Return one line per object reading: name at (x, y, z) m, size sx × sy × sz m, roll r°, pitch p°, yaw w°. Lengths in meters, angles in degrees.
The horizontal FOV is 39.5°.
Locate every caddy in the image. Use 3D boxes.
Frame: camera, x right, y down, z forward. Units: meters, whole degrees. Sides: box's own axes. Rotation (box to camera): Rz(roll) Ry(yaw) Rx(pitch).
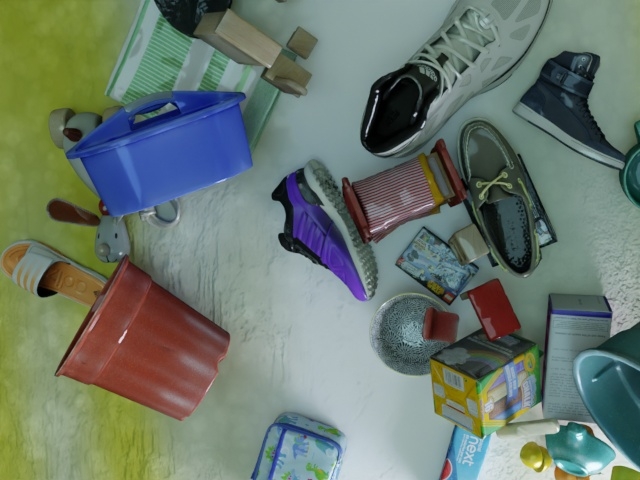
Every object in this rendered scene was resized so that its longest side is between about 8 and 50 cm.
caddy at (-0.287, -0.179, 1.627) m, size 0.341 × 0.241 × 0.179 m, roll -21°, pitch 106°, yaw -11°

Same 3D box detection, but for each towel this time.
towel at (-0.242, -0.320, 1.749) m, size 0.325 × 0.038 × 0.248 m, roll 27°, pitch 105°, yaw 4°

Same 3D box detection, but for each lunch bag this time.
lunch bag at (-0.052, 0.482, 1.862) m, size 0.176 × 0.090 × 0.219 m, roll 20°, pitch 104°, yaw 9°

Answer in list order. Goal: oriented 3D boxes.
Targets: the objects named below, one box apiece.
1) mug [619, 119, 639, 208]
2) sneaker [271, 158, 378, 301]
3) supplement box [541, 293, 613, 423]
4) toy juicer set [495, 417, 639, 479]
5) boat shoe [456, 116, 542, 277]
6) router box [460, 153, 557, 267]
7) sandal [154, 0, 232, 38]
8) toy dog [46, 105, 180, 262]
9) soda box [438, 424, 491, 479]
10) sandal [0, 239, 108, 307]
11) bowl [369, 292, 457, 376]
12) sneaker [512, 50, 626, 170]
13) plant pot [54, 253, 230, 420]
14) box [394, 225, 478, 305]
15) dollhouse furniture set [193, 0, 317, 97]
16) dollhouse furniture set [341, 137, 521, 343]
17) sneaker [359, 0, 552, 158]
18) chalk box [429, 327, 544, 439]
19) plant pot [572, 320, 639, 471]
mug at (0.606, -0.131, 1.594) m, size 0.129 × 0.097 × 0.158 m, roll 14°, pitch 104°, yaw 8°
sneaker at (0.000, 0.000, 1.746) m, size 0.146 × 0.102 × 0.293 m, roll -27°, pitch 91°, yaw 19°
supplement box at (0.483, 0.222, 1.688) m, size 0.114 × 0.111 × 0.220 m, roll 2°, pitch 102°, yaw 11°
toy juicer set at (0.455, 0.385, 1.683) m, size 0.329 × 0.209 × 0.089 m, roll 41°, pitch 64°, yaw -29°
boat shoe at (0.327, -0.077, 1.613) m, size 0.109 × 0.091 × 0.305 m, roll -19°, pitch 97°, yaw 11°
router box at (0.351, -0.056, 1.686) m, size 0.133 × 0.046 × 0.179 m, roll -23°, pitch 96°, yaw 15°
sandal at (-0.248, -0.601, 1.641) m, size 0.167 × 0.107 × 0.446 m, roll 2°, pitch 99°, yaw 7°
toy dog at (-0.447, -0.118, 1.768) m, size 0.220 × 0.161 × 0.334 m, roll -26°, pitch 96°, yaw 15°
soda box at (0.285, 0.462, 1.802) m, size 0.071 × 0.067 × 0.210 m, roll 15°, pitch 104°, yaw 7°
sandal at (-0.563, 0.077, 1.878) m, size 0.265 × 0.076 × 0.102 m, roll 20°, pitch 105°, yaw 6°
bowl at (0.185, 0.175, 1.752) m, size 0.170 × 0.080 × 0.170 m, roll 2°, pitch 103°, yaw 10°
sneaker at (0.475, -0.240, 1.580) m, size 0.226 × 0.086 × 0.163 m, roll 39°, pitch 106°, yaw 22°
plant pot at (-0.341, 0.210, 1.770) m, size 0.265 × 0.272 × 0.272 m, roll 31°, pitch 107°, yaw -13°
box at (0.227, 0.050, 1.743) m, size 0.137 × 0.027 × 0.094 m, roll 37°, pitch 105°, yaw 1°
dollhouse furniture set at (-0.059, -0.479, 1.574) m, size 0.303 × 0.174 × 0.355 m, roll 31°, pitch 90°, yaw -26°
dollhouse furniture set at (0.202, 0.028, 1.622) m, size 0.201 × 0.152 × 0.374 m, roll -24°, pitch 84°, yaw -1°
sneaker at (0.237, -0.303, 1.545) m, size 0.169 × 0.257 × 0.447 m, roll 42°, pitch 106°, yaw 0°
chalk box at (0.329, 0.254, 1.686) m, size 0.132 × 0.213 × 0.132 m, roll 22°, pitch 126°, yaw 51°
plant pot at (0.671, 0.220, 1.513) m, size 0.334 × 0.341 × 0.341 m, roll -38°, pitch 93°, yaw -15°
